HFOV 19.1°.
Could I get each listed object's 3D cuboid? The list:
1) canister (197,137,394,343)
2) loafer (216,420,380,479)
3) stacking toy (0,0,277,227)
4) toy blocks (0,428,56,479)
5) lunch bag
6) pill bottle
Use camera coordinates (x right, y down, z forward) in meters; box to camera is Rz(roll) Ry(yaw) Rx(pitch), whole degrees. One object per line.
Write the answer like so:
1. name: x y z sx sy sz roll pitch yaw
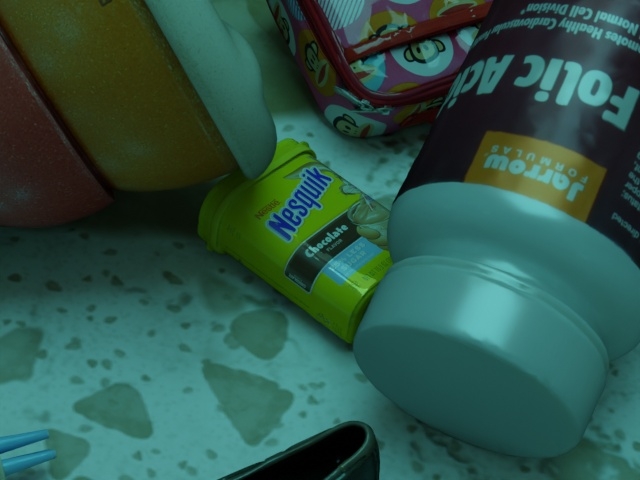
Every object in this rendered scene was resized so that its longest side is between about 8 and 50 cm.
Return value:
1. canister: 0.000 0.000 1.604 0.170 0.073 0.126 36 50 24
2. loafer: -0.071 0.205 1.379 0.267 0.084 0.096 -25 53 -28
3. stacking toy: -0.306 -0.108 1.520 0.479 0.351 0.351 -29 51 -1
4. toy blocks: -0.284 0.149 1.430 0.148 0.054 0.123 -14 49 -20
5. lunch bag: 0.113 -0.214 1.780 0.293 0.120 0.258 -19 74 -20
6. pill bottle: 0.187 -0.042 1.509 0.224 0.224 0.392 20 64 13
